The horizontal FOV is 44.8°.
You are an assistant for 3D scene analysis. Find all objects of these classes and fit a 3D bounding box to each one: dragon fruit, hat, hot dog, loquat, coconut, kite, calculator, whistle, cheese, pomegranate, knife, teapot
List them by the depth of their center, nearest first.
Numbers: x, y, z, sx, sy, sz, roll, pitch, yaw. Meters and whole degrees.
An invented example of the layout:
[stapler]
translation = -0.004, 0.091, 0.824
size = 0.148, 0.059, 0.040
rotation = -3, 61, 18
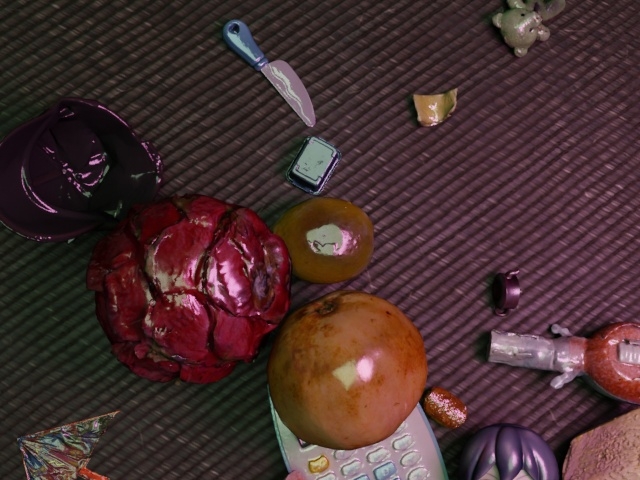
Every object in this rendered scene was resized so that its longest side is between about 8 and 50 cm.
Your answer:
[pomegranate]
translation = 0.050, 0.215, 1.224
size = 0.252, 0.229, 0.270
rotation = -46, 126, -36
[dragon fruit]
translation = -0.202, 0.073, 1.242
size = 0.329, 0.329, 0.329
rotation = 0, 84, -3
[hat]
translation = -0.448, -0.100, 1.281
size = 0.209, 0.336, 0.238
rotation = -9, 104, 33
[coconut]
translation = 0.522, 0.411, 1.287
size = 0.233, 0.245, 0.233
rotation = 19, 46, -21
[loquat]
translation = 0.000, 0.000, 1.342
size = 0.195, 0.152, 0.152
rotation = 2, 84, -11
[kite]
translation = -0.439, 0.380, 1.343
size = 0.189, 0.009, 0.232
rotation = 28, 83, 0
[calculator]
translation = 0.075, 0.377, 1.351
size = 0.256, 0.054, 0.386
rotation = -25, 87, -6
[whistle]
translation = 0.469, 0.204, 1.357
size = 0.346, 0.134, 0.142
rotation = 7, 79, 6
[hot dog]
translation = 0.219, 0.296, 1.375
size = 0.083, 0.035, 0.058
rotation = 36, 84, 1
[teapot]
translation = 0.337, 0.094, 1.389
size = 0.045, 0.068, 0.100
rotation = 2, 119, -5
[knife]
translation = -0.085, -0.311, 1.428
size = 0.244, 0.032, 0.058
rotation = 45, 75, -3
[cheese]
translation = 0.216, -0.246, 1.429
size = 0.084, 0.041, 0.060
rotation = -14, 77, 11

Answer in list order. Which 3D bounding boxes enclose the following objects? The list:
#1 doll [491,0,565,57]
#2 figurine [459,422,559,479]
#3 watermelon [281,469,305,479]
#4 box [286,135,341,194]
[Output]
[doll]
translation = 0.393, -0.422, 1.445
size = 0.115, 0.077, 0.150
rotation = 46, 72, -8
[figurine]
translation = 0.310, 0.438, 1.286
size = 0.175, 0.197, 0.265
rotation = 10, 92, -8
[watermelon]
translation = -0.065, 0.546, 1.214
size = 0.283, 0.250, 0.293
rotation = 7, 100, -11
[box]
translation = -0.012, -0.139, 1.398
size = 0.074, 0.054, 0.099
rotation = 29, 84, 2
